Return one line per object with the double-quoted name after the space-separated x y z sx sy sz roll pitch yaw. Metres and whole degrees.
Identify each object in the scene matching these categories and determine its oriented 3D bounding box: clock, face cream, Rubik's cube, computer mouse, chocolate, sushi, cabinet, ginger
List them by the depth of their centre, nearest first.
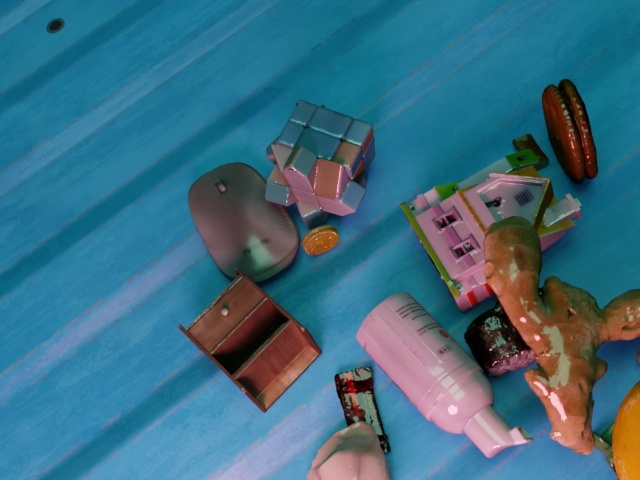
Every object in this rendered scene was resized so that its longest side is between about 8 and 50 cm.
0.412 0.153 1.495 0.363 0.122 0.348 32 65 -2 "ginger"
0.234 0.271 1.597 0.145 0.145 0.370 -38 60 -7 "face cream"
0.389 0.168 1.623 0.225 0.124 0.127 -24 64 -4 "sushi"
0.080 0.339 1.668 0.086 0.028 0.182 -14 61 6 "chocolate"
0.359 -0.033 1.718 0.309 0.166 0.235 -30 60 6 "clock"
-0.145 0.200 1.726 0.175 0.148 0.215 -45 61 -11 "cabinet"
-0.013 -0.161 1.843 0.265 0.224 0.213 22 71 17 "Rubik's cube"
-0.176 -0.045 1.895 0.197 0.095 0.331 -30 60 -8 "computer mouse"

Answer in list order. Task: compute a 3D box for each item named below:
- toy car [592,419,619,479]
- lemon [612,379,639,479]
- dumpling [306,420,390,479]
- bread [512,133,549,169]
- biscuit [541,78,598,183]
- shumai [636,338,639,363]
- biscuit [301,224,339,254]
0.637 0.404 1.424 0.213 0.176 0.358 -42 66 -8 "toy car"
0.572 0.314 1.228 0.297 0.297 0.297 -6 62 11 "lemon"
0.044 0.445 1.573 0.166 0.126 0.216 -13 70 21 "dumpling"
0.457 -0.193 1.847 0.047 0.036 0.083 -22 59 -7 "bread"
0.515 -0.223 1.746 0.066 0.220 0.220 -18 60 8 "biscuit"
0.659 0.180 1.587 0.123 0.105 0.139 16 71 -27 "shumai"
0.000 0.000 1.830 0.084 0.084 0.023 -25 60 0 "biscuit"
